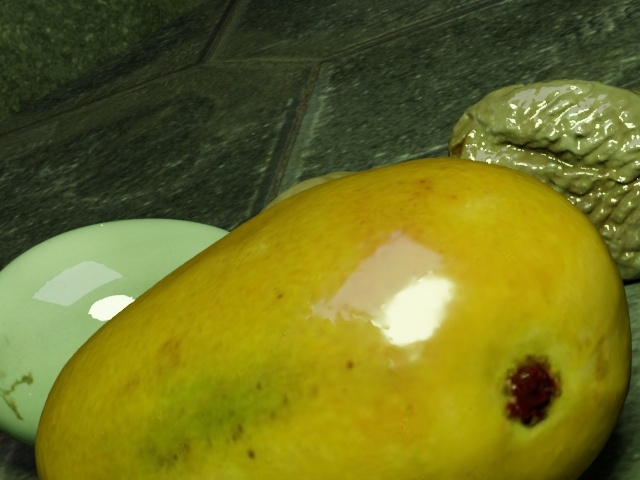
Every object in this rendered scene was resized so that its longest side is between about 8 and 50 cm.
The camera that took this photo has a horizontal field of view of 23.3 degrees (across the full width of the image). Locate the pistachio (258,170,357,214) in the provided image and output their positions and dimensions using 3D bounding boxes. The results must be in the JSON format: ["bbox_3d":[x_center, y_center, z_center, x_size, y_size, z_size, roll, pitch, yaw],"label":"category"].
[{"bbox_3d":[0.000,0.000,1.385,0.185,0.108,0.126,-17,-2,38],"label":"pistachio"}]

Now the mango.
[{"bbox_3d":[-0.010,0.093,1.012,0.446,0.232,0.300,-17,23,36],"label":"mango"}]

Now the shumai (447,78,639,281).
[{"bbox_3d":[0.208,-0.058,1.241,0.206,0.166,0.175,7,19,10],"label":"shumai"}]

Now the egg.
[{"bbox_3d":[-0.163,0.074,1.268,0.264,0.182,0.183,-19,21,-4],"label":"egg"}]
